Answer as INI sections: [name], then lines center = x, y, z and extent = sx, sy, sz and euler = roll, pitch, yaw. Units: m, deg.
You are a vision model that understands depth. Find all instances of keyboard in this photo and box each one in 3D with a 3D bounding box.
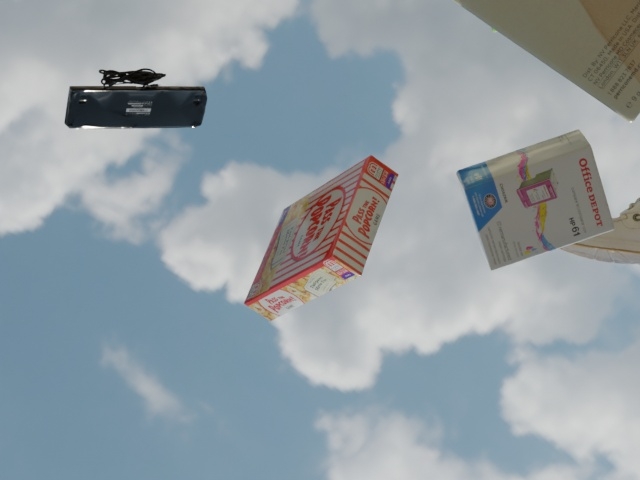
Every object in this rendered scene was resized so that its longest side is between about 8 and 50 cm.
[keyboard]
center = -0.245, -0.196, 1.949
extent = 0.192, 0.100, 0.038
euler = -2, -132, -23

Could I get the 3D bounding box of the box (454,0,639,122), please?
[box]
center = 0.185, -0.252, 1.286
extent = 0.311, 0.121, 0.148
euler = 34, -157, -3

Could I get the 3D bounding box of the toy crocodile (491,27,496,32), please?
[toy crocodile]
center = 0.263, -0.346, 1.851
extent = 0.105, 0.340, 0.115
euler = -20, -89, -4

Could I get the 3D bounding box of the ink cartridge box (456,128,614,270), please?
[ink cartridge box]
center = 0.198, -0.037, 1.332
extent = 0.052, 0.122, 0.088
euler = -102, -8, -69

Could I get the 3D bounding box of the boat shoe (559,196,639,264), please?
[boat shoe]
center = 0.446, -0.019, 1.928
extent = 0.277, 0.096, 0.098
euler = 3, 172, 14

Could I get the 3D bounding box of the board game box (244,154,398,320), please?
[board game box]
center = 0.000, 0.000, 1.688
extent = 0.045, 0.193, 0.146
euler = 34, -124, -20
